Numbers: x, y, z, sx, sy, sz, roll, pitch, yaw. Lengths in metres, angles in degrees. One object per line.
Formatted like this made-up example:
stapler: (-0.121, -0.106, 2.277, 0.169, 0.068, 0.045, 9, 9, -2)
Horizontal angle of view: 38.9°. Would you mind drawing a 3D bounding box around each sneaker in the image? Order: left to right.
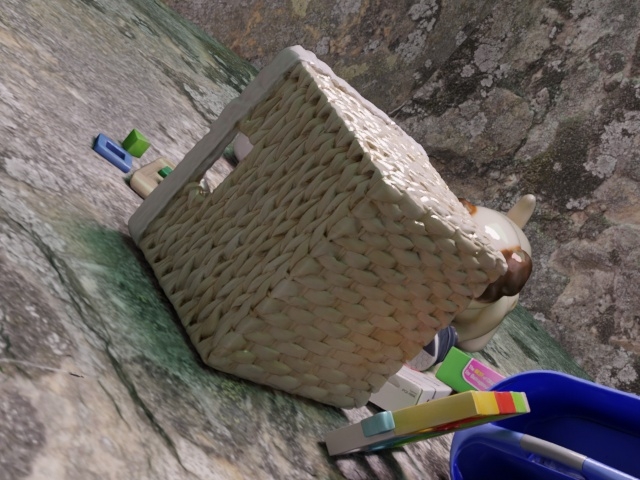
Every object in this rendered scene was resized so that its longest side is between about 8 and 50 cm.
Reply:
sneaker: (0.210, 0.130, 1.722, 0.086, 0.226, 0.163, 5, -3, 23)

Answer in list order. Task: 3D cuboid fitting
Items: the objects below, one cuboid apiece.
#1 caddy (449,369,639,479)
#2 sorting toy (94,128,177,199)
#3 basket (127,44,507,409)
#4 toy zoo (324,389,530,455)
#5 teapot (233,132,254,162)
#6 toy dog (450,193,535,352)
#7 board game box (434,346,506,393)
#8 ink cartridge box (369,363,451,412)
caddy: (0.338, 0.313, 1.213, 0.341, 0.241, 0.179, 13, -25, 43)
sorting toy: (-0.196, -0.063, 1.411, 0.348, 0.047, 0.196, 41, 12, -7)
basket: (0.000, 0.000, 1.151, 0.331, 0.328, 0.266, 30, 19, -48)
toy zoo: (0.133, 0.226, 1.126, 0.293, 0.192, 0.030, 20, 53, -63)
teapot: (-0.050, -0.188, 1.929, 0.187, 0.253, 0.256, 56, 24, 0)
toy dog: (0.328, 0.056, 1.903, 0.284, 0.395, 0.408, 54, 5, 12)
board game box: (0.374, 0.310, 1.621, 0.317, 0.064, 0.242, 30, -3, 22)
ink cartridge box: (0.123, 0.223, 1.352, 0.099, 0.056, 0.135, 27, 4, 28)
